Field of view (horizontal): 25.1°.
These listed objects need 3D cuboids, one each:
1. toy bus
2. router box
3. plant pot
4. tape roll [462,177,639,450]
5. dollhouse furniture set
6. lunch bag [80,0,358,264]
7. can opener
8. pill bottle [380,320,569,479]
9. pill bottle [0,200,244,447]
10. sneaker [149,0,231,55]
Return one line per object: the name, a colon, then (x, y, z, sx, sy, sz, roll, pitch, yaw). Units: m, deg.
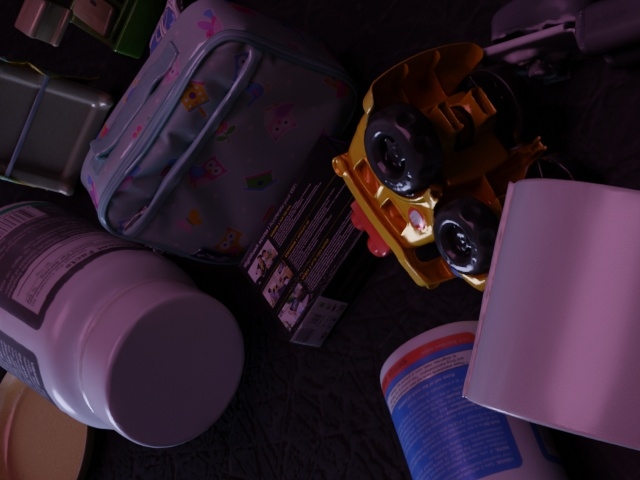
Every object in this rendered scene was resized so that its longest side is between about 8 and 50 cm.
toy bus: (0.113, -0.030, 1.289, 0.220, 0.149, 0.211, 56, 145, 13)
router box: (0.000, 0.000, 1.479, 0.179, 0.046, 0.133, -56, 44, 20)
plant pot: (-0.349, 0.249, 1.804, 0.236, 0.032, 0.236, -17, 67, 44)
tape roll: (0.241, 0.064, 1.042, 0.246, 0.246, 0.169, 10, 87, 49)
dollhouse furniture set: (-0.365, -0.228, 1.838, 0.151, 0.198, 0.301, 38, 107, 45)
lunch bag: (-0.112, -0.104, 1.499, 0.279, 0.224, 0.108, -55, 45, 21)
can opener: (0.255, -0.201, 1.234, 0.283, 0.076, 0.095, -14, 69, 44)
pill bottle: (0.138, 0.189, 1.210, 0.124, 0.124, 0.221, -42, 50, 32)
pill bottle: (-0.256, 0.091, 1.616, 0.361, 0.204, 0.204, 24, 96, 49)
sneaker: (-0.165, -0.262, 1.715, 0.081, 0.080, 0.211, 13, 87, 46)
